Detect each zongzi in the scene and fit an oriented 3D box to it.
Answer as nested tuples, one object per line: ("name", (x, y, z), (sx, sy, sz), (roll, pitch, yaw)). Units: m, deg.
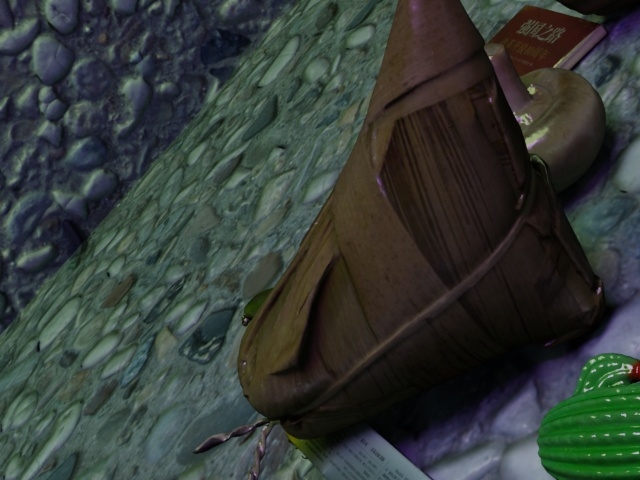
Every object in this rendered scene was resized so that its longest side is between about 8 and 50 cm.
("zongzi", (-0.001, -0.011, 1.081), (0.500, 0.467, 0.218), (-27, 24, 12))

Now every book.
("book", (0.261, -0.228, 1.597), (0.374, 0.028, 0.262), (-46, 23, 4))

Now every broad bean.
("broad bean", (-0.046, 0.092, 1.584), (0.254, 0.046, 0.065), (-17, 45, 49))

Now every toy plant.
("toy plant", (0.298, 0.186, 0.863), (0.240, 0.088, 0.154), (21, 82, 52))

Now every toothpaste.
("toothpaste", (0.058, 0.266, 1.136), (0.089, 0.071, 0.313), (-48, 25, -7))

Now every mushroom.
("mushroom", (0.256, -0.161, 1.285), (0.207, 0.215, 0.207), (-31, 25, 16))

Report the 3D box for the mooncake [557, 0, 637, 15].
("mooncake", (0.393, -0.470, 1.441), (0.161, 0.290, 0.290), (-26, 32, 46))
